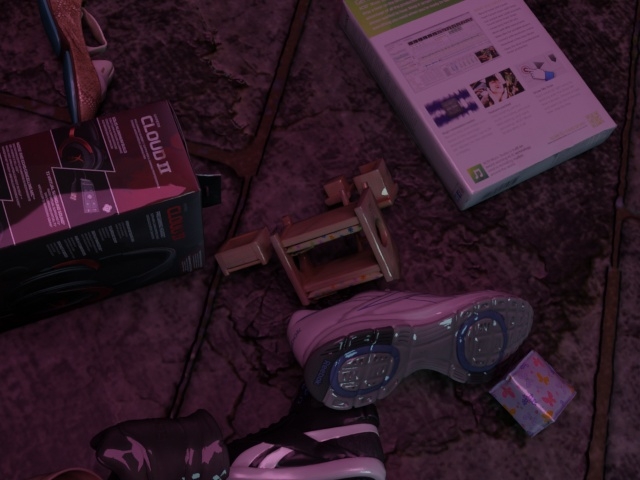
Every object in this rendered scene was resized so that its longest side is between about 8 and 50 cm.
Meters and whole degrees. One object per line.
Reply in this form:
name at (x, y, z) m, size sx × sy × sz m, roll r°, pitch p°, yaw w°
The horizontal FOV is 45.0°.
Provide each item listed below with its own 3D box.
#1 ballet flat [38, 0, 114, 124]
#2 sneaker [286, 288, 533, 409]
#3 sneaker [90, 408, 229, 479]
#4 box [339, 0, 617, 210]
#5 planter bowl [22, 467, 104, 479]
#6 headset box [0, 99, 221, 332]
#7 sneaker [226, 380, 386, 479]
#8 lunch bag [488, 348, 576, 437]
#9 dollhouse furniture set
ballet flat at (-0.293, -0.227, 0.956) m, size 0.067 × 0.073 × 0.206 m, roll -11°, pitch 72°, yaw -27°
sneaker at (0.101, 0.091, 0.843) m, size 0.297 × 0.110 × 0.129 m, roll -3°, pitch 24°, yaw -26°
sneaker at (-0.168, 0.289, 0.688) m, size 0.130 × 0.109 × 0.286 m, roll 7°, pitch 90°, yaw -28°
box at (0.200, -0.222, 1.019) m, size 0.232 × 0.058 × 0.321 m, roll -25°, pitch 74°, yaw -16°
planter bowl at (-0.269, 0.294, 0.704) m, size 0.109 × 0.162 × 0.162 m, roll -10°, pitch 67°, yaw 17°
headset box at (-0.244, -0.019, 0.791) m, size 0.293 × 0.218 × 0.110 m, roll -18°, pitch 72°, yaw -14°
sneaker at (-0.044, 0.208, 0.808) m, size 0.217 × 0.079 × 0.121 m, roll -5°, pitch 47°, yaw 3°
lunch bag at (0.239, 0.167, 0.861) m, size 0.071 × 0.053 × 0.083 m, roll 47°, pitch 45°, yaw 13°
dollhouse furniture set at (0.000, 0.000, 0.910) m, size 0.182 × 0.161 × 0.101 m, roll -18°, pitch 110°, yaw 22°
